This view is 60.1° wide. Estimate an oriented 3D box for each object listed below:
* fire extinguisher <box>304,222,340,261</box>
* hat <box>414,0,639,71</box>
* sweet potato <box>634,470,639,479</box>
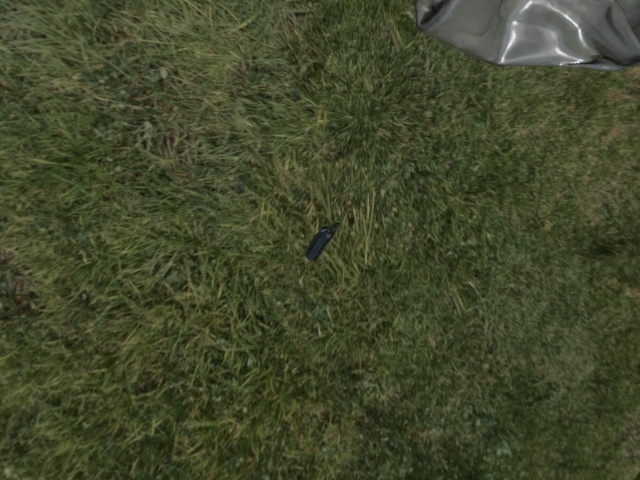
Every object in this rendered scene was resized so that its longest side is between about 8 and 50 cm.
[{"bbox_3d":[0.000,0.000,0.900,0.025,0.038,0.083,58,134,25],"label":"fire extinguisher"},{"bbox_3d":[0.148,-0.229,0.312,0.214,0.149,0.244,-19,74,37],"label":"hat"},{"bbox_3d":[0.255,0.267,0.385,0.130,0.130,0.422,8,115,2],"label":"sweet potato"}]
